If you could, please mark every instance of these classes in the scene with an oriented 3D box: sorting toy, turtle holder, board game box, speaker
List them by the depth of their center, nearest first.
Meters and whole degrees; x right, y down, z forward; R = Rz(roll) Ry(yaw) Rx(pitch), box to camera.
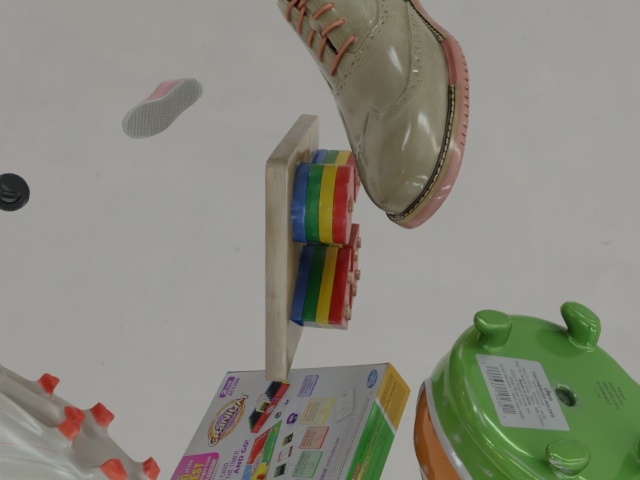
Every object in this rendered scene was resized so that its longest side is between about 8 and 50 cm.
[{"bbox_3d":[0.247,0.210,0.908,0.320,0.227,0.243,-17,58,-44],"label":"turtle holder"},{"bbox_3d":[0.000,0.000,0.966,0.089,0.255,0.257,4,111,6],"label":"sorting toy"},{"bbox_3d":[-0.054,0.289,1.108,0.064,0.316,0.242,53,47,-30],"label":"board game box"},{"bbox_3d":[-0.445,-0.068,1.143,0.055,0.136,0.055,-1,94,-20],"label":"speaker"}]

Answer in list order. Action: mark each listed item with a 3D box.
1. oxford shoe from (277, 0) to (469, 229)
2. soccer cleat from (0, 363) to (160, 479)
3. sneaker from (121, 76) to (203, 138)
[{"bbox_3d":[0.025,-0.181,0.734,0.146,0.140,0.397,14,46,-29],"label":"oxford shoe"},{"bbox_3d":[-0.143,0.086,0.328,0.076,0.068,0.196,-47,115,-2],"label":"soccer cleat"},{"bbox_3d":[-0.241,-0.198,1.189,0.134,0.070,0.051,-38,117,-16],"label":"sneaker"}]
